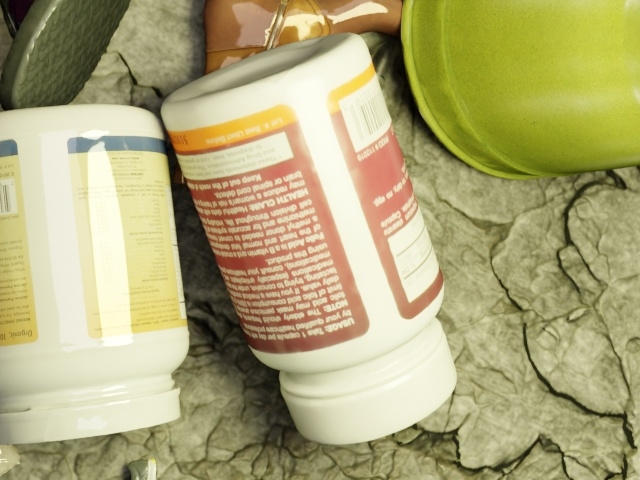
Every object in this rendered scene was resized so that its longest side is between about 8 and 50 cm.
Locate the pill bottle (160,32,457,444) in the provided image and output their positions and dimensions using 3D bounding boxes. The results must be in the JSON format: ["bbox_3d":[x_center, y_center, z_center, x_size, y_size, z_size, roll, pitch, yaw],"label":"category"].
[{"bbox_3d":[0.000,0.000,1.281,0.224,0.224,0.392,-24,107,-17],"label":"pill bottle"}]

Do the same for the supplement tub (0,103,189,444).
[{"bbox_3d":[-0.254,0.035,1.226,0.228,0.228,0.316,-6,87,-17],"label":"supplement tub"}]

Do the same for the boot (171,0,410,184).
[{"bbox_3d":[-0.019,-0.169,1.386,0.264,0.096,0.280,10,86,-21],"label":"boot"}]

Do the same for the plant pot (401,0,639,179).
[{"bbox_3d":[0.335,-0.228,1.314,0.366,0.353,0.366,-5,102,-27],"label":"plant pot"}]

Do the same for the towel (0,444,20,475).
[{"bbox_3d":[-0.469,0.237,1.226,0.282,0.049,0.187,-36,104,-13],"label":"towel"}]

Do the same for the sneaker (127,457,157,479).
[{"bbox_3d":[-0.198,0.280,1.329,0.035,0.031,0.083,5,80,-3],"label":"sneaker"}]

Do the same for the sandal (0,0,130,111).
[{"bbox_3d":[-0.257,-0.324,1.308,0.107,0.167,0.445,17,71,10],"label":"sandal"}]
